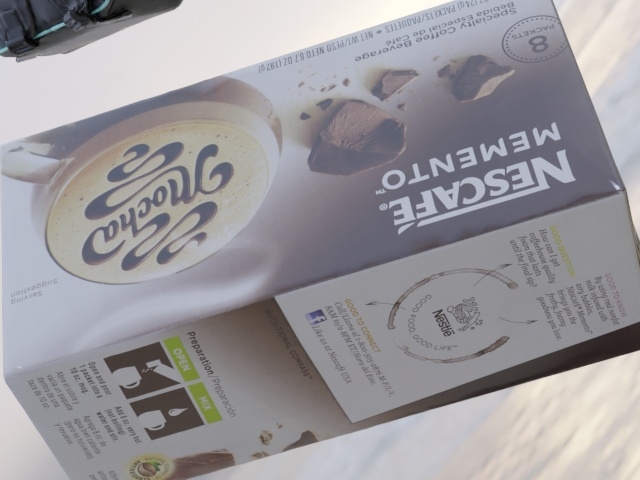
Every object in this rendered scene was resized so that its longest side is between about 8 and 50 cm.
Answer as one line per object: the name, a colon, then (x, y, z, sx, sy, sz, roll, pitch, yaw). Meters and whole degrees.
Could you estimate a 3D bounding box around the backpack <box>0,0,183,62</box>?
backpack: (-0.176, -0.238, 1.234, 0.166, 0.188, 0.144, -16, 2, 44)

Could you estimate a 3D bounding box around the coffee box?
coffee box: (0.000, 0.000, 0.863, 0.119, 0.297, 0.168, 67, -171, -45)
